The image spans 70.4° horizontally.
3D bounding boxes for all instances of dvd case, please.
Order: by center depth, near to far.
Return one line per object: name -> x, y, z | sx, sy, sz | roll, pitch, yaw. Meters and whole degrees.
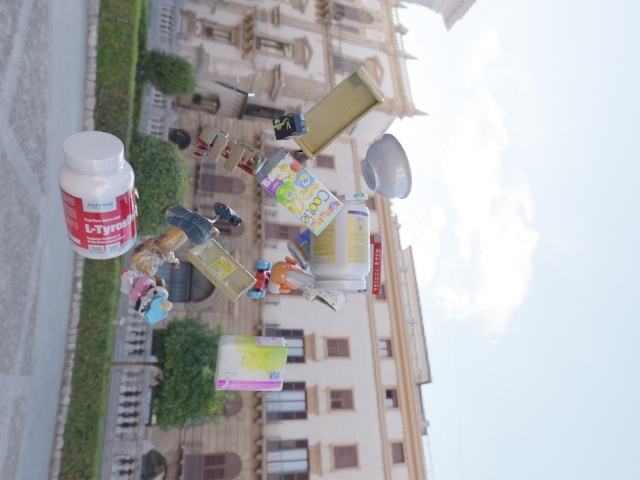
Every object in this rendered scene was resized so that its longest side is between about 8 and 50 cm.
dvd case -> -0.407, -0.724, 2.167 | 0.221, 0.164, 0.018 | -93, -156, -72

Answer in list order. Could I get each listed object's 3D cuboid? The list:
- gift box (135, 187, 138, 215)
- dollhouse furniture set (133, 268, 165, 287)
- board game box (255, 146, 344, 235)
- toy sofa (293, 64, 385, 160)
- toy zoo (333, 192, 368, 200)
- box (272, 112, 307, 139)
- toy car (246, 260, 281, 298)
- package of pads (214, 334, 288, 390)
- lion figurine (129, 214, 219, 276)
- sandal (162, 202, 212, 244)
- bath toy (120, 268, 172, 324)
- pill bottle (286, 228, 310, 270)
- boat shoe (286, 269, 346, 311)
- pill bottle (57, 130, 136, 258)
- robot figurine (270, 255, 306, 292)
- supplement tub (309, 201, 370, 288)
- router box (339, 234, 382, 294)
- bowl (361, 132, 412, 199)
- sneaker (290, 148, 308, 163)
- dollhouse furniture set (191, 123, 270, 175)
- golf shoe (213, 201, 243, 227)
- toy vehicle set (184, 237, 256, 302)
gift box -> -1.117, -0.229, 2.384 | 0.255, 0.258, 0.276 | 71, 0, -65
dollhouse furniture set -> -0.851, 0.178, 2.174 | 0.123, 0.144, 0.151 | -50, 157, -40
board game box -> -0.072, -0.171, 1.572 | 0.142, 0.275, 0.144 | -46, -156, 5
toy sofa -> 0.060, -0.478, 1.711 | 0.362, 0.150, 0.177 | -36, -164, 20
toy zoo -> 0.101, -0.207, 2.262 | 0.293, 0.192, 0.030 | -3, -87, 40
box -> -0.090, -0.333, 1.327 | 0.083, 0.052, 0.062 | -9, -84, 37
toy car -> -0.290, 0.255, 2.733 | 0.210, 0.238, 0.219 | 19, 86, -79
package of pads -> -0.298, 0.525, 1.953 | 0.101, 0.296, 0.229 | -129, -134, -68
lion figurine -> -0.590, -0.006, 1.854 | 0.392, 0.142, 0.240 | -48, 164, -12
sandal -> -0.423, -0.059, 1.438 | 0.060, 0.219, 0.090 | 39, -90, 34
bath toy -> -0.793, 0.224, 2.028 | 0.348, 0.151, 0.129 | 30, -39, 40
pill bottle -> 0.000, 0.000, 2.016 | 0.152, 0.272, 0.152 | 51, -15, 19
boat shoe -> -0.032, 0.218, 1.938 | 0.098, 0.277, 0.096 | 100, 15, -65
pill bottle -> -0.752, -0.150, 1.544 | 0.229, 0.229, 0.408 | -105, -156, -45
robot figurine -> -0.169, 0.181, 2.345 | 0.158, 0.219, 0.128 | -54, -138, 16
supplement tub -> 0.077, 0.029, 1.808 | 0.241, 0.241, 0.331 | 161, -69, -69
router box -> 0.166, 0.128, 2.356 | 0.082, 0.301, 0.336 | -80, 169, -55
bowl -> 0.267, -0.301, 1.959 | 0.298, 0.134, 0.298 | 161, -90, -78
sneaker -> -0.113, -0.368, 2.020 | 0.188, 0.071, 0.066 | -37, -144, 6
dollhouse furniture set -> -0.333, -0.306, 1.679 | 0.135, 0.259, 0.262 | -58, 164, 10
golf shoe -> -0.493, -0.142, 2.351 | 0.077, 0.198, 0.094 | -43, -133, -1
toy vehicle set -> -0.397, 0.114, 1.826 | 0.035, 0.267, 0.166 | -48, 176, 27
